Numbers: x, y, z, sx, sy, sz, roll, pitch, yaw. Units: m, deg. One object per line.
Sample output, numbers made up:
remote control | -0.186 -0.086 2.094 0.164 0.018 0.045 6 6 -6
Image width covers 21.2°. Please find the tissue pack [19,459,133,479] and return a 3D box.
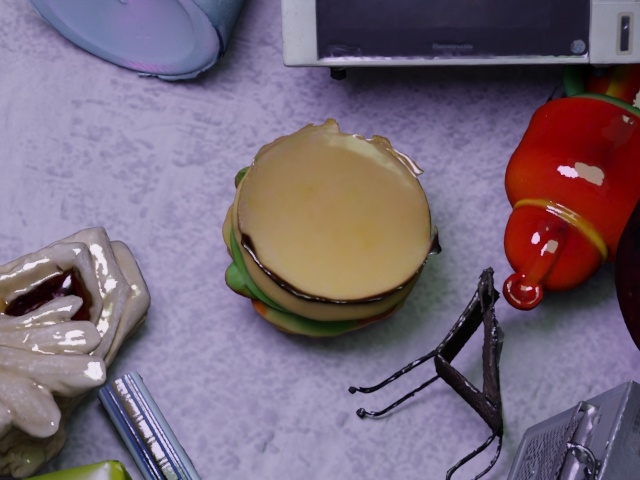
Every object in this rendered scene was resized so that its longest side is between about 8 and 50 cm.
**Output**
tissue pack | -0.250 0.372 1.599 0.200 0.167 0.275 -13 61 3

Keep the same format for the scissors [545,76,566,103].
scissors | 0.355 -0.260 2.026 0.109 0.022 0.300 37 69 17

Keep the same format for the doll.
doll | 0.297 -0.070 1.861 0.182 0.160 0.363 32 68 3

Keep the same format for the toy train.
toy train | -0.146 0.250 1.753 0.055 0.048 0.252 -29 71 -13

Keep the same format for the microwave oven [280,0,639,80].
microwave oven | 0.159 -0.324 1.859 0.394 0.247 0.333 0 28 4

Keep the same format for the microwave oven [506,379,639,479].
microwave oven | 0.287 0.399 1.562 0.374 0.236 0.432 29 65 -10

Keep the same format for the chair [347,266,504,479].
chair | 0.148 0.143 1.759 0.149 0.174 0.213 40 81 18

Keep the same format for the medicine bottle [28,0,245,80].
medicine bottle | -0.171 -0.365 1.924 0.245 0.245 0.290 20 65 6

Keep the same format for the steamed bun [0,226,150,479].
steamed bun | -0.337 0.146 1.694 0.428 0.189 0.247 -32 63 -14

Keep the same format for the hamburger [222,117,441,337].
hamburger | 0.000 0.000 1.820 0.237 0.149 0.237 5 64 -11

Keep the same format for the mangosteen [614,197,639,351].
mangosteen | 0.451 0.039 1.718 0.297 0.293 0.297 -3 85 32
